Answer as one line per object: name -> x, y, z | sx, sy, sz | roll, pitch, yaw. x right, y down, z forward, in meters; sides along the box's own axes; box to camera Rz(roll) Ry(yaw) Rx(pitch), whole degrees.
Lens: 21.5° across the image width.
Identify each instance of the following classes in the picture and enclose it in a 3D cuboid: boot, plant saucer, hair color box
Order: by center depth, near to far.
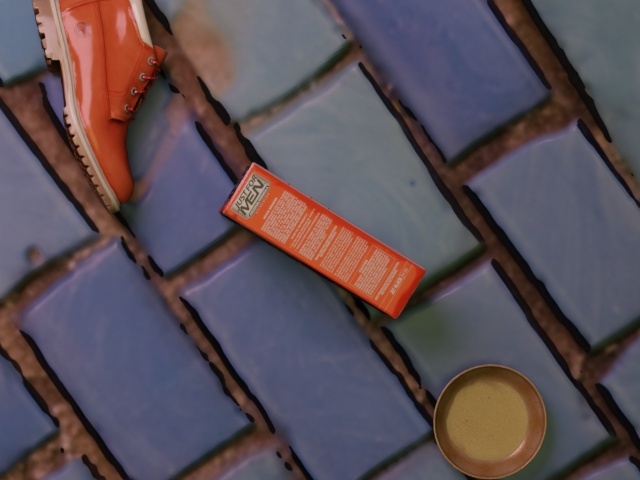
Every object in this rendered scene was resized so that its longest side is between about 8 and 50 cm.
boot -> -0.142, -0.100, 1.171 | 0.085, 0.059, 0.158 | -14, 91, -11
hair color box -> 0.000, 0.000, 1.179 | 0.141, 0.072, 0.043 | 32, 87, -5
plant saucer -> 0.122, 0.131, 1.221 | 0.083, 0.015, 0.083 | 0, 91, -7
